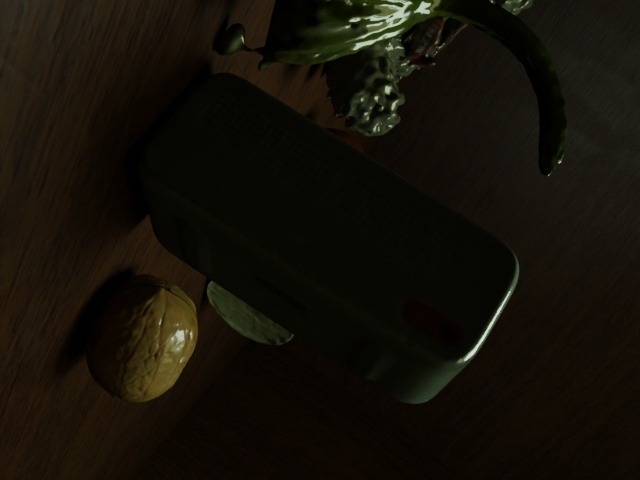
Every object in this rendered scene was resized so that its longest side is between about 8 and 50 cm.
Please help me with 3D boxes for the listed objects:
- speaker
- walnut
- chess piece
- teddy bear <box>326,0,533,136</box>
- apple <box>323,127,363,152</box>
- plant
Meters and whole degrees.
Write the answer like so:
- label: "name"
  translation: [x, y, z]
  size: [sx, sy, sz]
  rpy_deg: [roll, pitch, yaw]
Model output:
- label: "speaker"
  translation: [0.000, 0.000, 0.711]
  size: [0.183, 0.406, 0.184]
  rpy_deg: [-55, 172, -20]
- label: "walnut"
  translation: [-0.237, 0.131, 0.870]
  size: [0.180, 0.144, 0.144]
  rpy_deg: [-65, 174, 14]
- label: "chess piece"
  translation: [-0.056, 0.007, 1.523]
  size: [0.442, 0.234, 0.234]
  rpy_deg: [-57, 177, -34]
- label: "teddy bear"
  translation: [0.142, -0.342, 1.065]
  size: [0.357, 0.224, 0.367]
  rpy_deg: [-42, 180, 9]
- label: "apple"
  translation: [-0.011, -0.133, 1.296]
  size: [0.201, 0.162, 0.201]
  rpy_deg: [-156, -90, -88]
- label: "plant"
  translation: [0.095, -0.230, 0.646]
  size: [0.180, 0.333, 0.251]
  rpy_deg: [-161, -87, -79]
